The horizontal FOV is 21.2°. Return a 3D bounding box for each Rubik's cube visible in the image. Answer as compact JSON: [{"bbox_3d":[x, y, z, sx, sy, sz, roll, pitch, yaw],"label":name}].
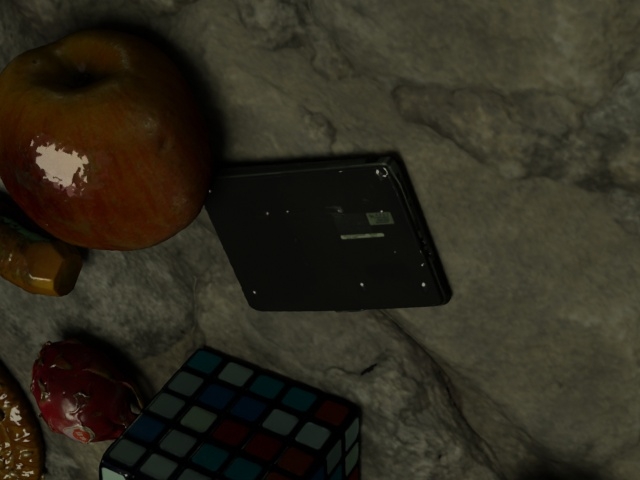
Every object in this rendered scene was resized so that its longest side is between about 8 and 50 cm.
[{"bbox_3d":[-0.081,0.244,1.604,0.187,0.182,0.184,21,132,21],"label":"Rubik's cube"}]

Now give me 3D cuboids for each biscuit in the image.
[{"bbox_3d":[-0.438,0.189,1.909,0.305,0.038,0.305,19,132,22],"label":"biscuit"}]

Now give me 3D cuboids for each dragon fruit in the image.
[{"bbox_3d":[-0.209,0.171,1.706,0.190,0.094,0.094,35,136,-1],"label":"dragon fruit"}]

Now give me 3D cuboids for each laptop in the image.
[{"bbox_3d":[0.000,0.000,1.466,0.207,0.026,0.154,-2,121,35],"label":"laptop"}]

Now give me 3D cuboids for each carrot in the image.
[{"bbox_3d":[-0.348,-0.020,1.659,0.260,0.070,0.070,25,134,17],"label":"carrot"}]

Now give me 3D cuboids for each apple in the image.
[{"bbox_3d":[-0.191,-0.078,1.452,0.195,0.160,0.173,27,149,32],"label":"apple"}]
